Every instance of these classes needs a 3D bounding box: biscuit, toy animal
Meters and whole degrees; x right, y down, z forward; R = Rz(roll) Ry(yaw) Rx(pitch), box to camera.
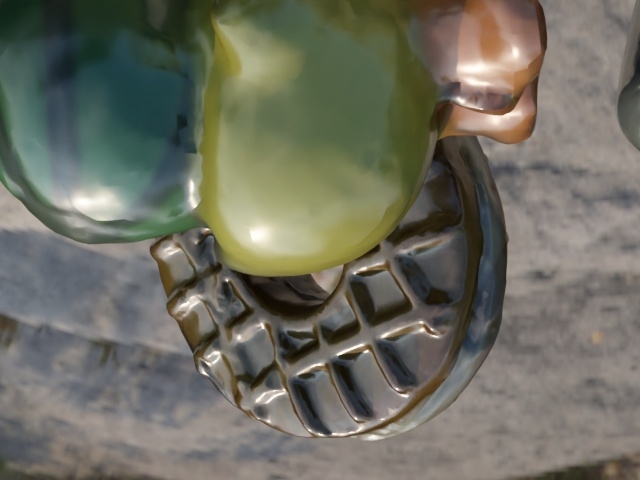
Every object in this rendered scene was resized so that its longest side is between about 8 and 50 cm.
[{"bbox_3d":[0.000,0.000,1.251,0.332,0.103,0.332,8,103,38],"label":"biscuit"},{"bbox_3d":[-0.039,-0.076,0.912,0.338,0.191,0.216,-2,170,9],"label":"toy animal"}]

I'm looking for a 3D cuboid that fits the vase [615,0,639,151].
[{"bbox_3d":[0.276,-0.207,0.973,0.173,0.321,0.173,7,161,2],"label":"vase"}]
